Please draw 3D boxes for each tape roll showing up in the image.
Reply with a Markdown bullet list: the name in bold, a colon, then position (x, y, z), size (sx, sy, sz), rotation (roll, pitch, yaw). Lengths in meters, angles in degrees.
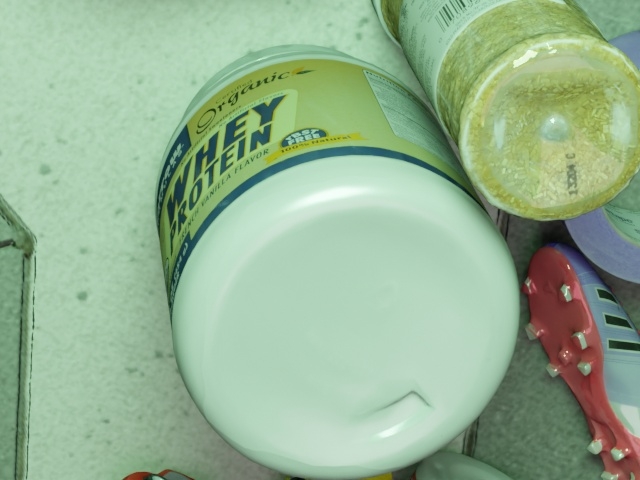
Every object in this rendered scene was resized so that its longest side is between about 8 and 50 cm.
- **tape roll**: position (0.268, -0.065, 1.444), size (0.189, 0.080, 0.189), rotation (-3, 115, -7)

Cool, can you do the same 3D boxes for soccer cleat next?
- **soccer cleat**: position (0.243, 0.097, 1.524), size (0.095, 0.083, 0.248), rotation (-35, 112, -25)

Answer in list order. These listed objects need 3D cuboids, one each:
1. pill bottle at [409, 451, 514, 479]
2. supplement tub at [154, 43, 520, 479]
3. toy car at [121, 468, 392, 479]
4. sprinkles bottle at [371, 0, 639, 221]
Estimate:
- **pill bottle**: position (0.090, 0.300, 1.555), size (0.124, 0.124, 0.221), rotation (22, 108, -17)
- **supplement tub**: position (0.000, 0.000, 1.301), size (0.228, 0.316, 0.228), rotation (-3, 114, -7)
- **toy car**: position (-0.053, 0.271, 1.560), size (0.239, 0.053, 0.225), rotation (-9, 115, -4)
- **sprinkles bottle**: position (0.116, -0.133, 1.238), size (0.121, 0.355, 0.121), rotation (-3, 114, -7)
